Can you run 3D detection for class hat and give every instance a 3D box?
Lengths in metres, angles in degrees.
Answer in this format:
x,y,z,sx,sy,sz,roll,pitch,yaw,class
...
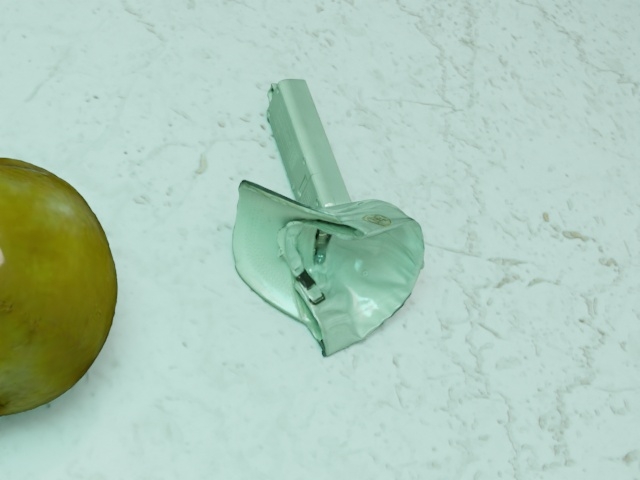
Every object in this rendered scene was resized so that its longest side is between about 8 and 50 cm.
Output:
x,y,z,sx,sy,sz,roll,pitch,yaw,class
0.000,0.005,1.234,0.301,0.258,0.168,30,41,17,hat

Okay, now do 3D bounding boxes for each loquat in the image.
x,y,z,sx,sy,sz,roll,pitch,yaw,class
-0.413,0.058,0.986,0.328,0.328,0.328,9,56,-13,loquat

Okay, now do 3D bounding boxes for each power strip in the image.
x,y,z,sx,sy,sz,roll,pitch,yaw,class
-0.021,-0.138,1.375,0.058,0.098,0.338,-5,60,-25,power strip
